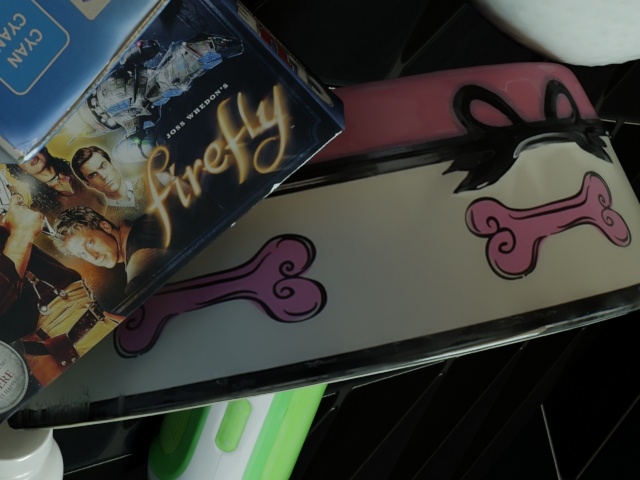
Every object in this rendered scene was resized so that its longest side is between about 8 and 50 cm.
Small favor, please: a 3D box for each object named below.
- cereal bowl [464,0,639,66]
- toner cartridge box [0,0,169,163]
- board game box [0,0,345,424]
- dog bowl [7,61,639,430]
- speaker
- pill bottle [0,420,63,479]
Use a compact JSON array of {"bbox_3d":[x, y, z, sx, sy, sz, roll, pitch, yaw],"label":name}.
[{"bbox_3d":[0.102,-0.252,1.015,0.141,0.339,0.339,-22,170,19],"label":"cereal bowl"},{"bbox_3d":[-0.134,-0.111,0.624,0.165,0.075,0.348,-53,-157,-14],"label":"toner cartridge box"},{"bbox_3d":[-0.132,-0.039,0.820,0.243,0.165,0.042,-41,-162,14],"label":"board game box"},{"bbox_3d":[0.000,0.000,1.033,0.408,0.408,0.150,-8,87,-65],"label":"dog bowl"},{"bbox_3d":[-0.052,0.103,1.401,0.131,0.131,0.296,-29,146,-54],"label":"speaker"},{"bbox_3d":[-0.220,0.174,1.158,0.087,0.087,0.160,-40,154,-41],"label":"pill bottle"}]
